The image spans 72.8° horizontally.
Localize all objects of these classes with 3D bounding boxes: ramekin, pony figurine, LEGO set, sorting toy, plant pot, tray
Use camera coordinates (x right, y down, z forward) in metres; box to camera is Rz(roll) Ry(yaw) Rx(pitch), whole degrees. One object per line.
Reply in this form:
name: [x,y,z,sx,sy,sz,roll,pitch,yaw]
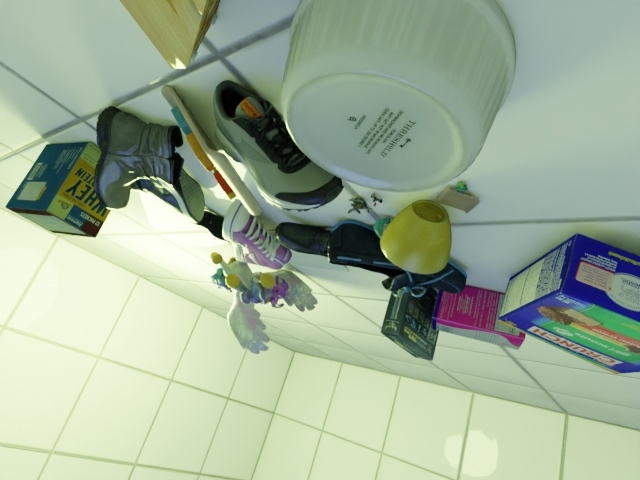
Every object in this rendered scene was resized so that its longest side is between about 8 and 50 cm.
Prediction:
ramekin: [0.077,-0.166,0.510,0.273,0.127,0.273,17,159,7]
pony figurine: [-0.215,0.151,1.414,0.351,0.303,0.363,49,166,12]
LEGO set: [0.087,-0.077,0.874,0.083,0.023,0.054,-11,148,30]
sorting toy: [0.242,-0.076,0.748,0.062,0.012,0.083,23,162,2]
plant pot: [0.188,-0.019,0.807,0.134,0.134,0.095,17,131,6]
sorting toy: [-0.195,-0.150,0.766,0.208,0.038,0.193,51,174,28]
tray: [-0.057,0.034,1.251,0.270,0.030,0.145,6,155,31]

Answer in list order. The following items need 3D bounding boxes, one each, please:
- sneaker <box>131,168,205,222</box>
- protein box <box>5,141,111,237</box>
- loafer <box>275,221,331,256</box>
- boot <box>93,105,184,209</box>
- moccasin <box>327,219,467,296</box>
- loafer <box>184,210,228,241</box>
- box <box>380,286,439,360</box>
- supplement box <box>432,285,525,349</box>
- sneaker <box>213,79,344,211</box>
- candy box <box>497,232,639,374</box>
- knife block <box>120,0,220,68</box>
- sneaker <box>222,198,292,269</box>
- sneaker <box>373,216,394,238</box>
sneaker: [-0.387,-0.124,1.048,0.163,0.086,0.226,3,147,17]
protein box: [-0.636,-0.129,1.104,0.201,0.199,0.136,6,155,31]
loafer: [0.000,0.000,1.066,0.223,0.076,0.078,19,154,-13]
boot: [-0.370,-0.141,0.896,0.161,0.083,0.246,21,127,1]
moccasin: [0.171,0.069,1.018,0.342,0.116,0.137,20,159,-3]
loafer: [-0.309,-0.052,1.233,0.170,0.062,0.061,35,176,-28]
box: [0.261,0.208,1.194,0.059,0.183,0.233,0,153,39]
supplement box: [0.413,0.194,1.128,0.220,0.114,0.111,12,157,20]
sneaker: [-0.076,-0.140,0.640,0.271,0.100,0.108,41,158,25]
candy box: [0.521,0.134,0.813,0.268,0.122,0.317,23,165,11]
knife block: [-0.200,-0.325,0.411,0.242,0.088,0.276,27,158,-18]
sneaker: [-0.149,-0.007,1.118,0.161,0.102,0.282,19,159,10]
sneaker: [0.187,0.004,0.929,0.166,0.065,0.076,22,163,-4]
